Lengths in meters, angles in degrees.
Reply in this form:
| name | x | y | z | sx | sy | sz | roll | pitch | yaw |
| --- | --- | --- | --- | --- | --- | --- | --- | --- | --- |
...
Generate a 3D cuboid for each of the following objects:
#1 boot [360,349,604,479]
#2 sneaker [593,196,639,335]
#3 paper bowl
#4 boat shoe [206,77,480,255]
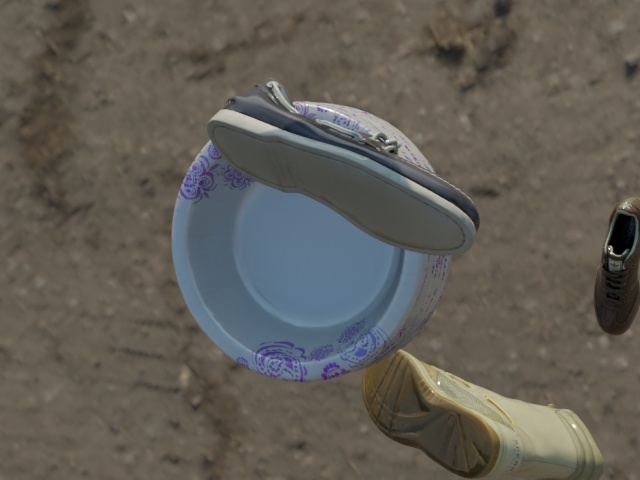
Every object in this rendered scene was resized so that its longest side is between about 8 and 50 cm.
| name | x | y | z | sx | sy | sz | roll | pitch | yaw |
| --- | --- | --- | --- | --- | --- | --- | --- | --- | --- |
| boot | 0.185 | 0.206 | 1.935 | 0.262 | 0.203 | 0.095 | 29 | 104 | 52 |
| sneaker | 0.390 | 0.035 | 2.207 | 0.066 | 0.071 | 0.188 | 11 | 99 | 27 |
| paper bowl | 0.000 | 0.000 | 1.732 | 0.284 | 0.148 | 0.284 | 1 | 91 | 24 |
| boat shoe | 0.022 | -0.055 | 1.063 | 0.206 | 0.075 | 0.065 | 24 | 59 | 31 |
